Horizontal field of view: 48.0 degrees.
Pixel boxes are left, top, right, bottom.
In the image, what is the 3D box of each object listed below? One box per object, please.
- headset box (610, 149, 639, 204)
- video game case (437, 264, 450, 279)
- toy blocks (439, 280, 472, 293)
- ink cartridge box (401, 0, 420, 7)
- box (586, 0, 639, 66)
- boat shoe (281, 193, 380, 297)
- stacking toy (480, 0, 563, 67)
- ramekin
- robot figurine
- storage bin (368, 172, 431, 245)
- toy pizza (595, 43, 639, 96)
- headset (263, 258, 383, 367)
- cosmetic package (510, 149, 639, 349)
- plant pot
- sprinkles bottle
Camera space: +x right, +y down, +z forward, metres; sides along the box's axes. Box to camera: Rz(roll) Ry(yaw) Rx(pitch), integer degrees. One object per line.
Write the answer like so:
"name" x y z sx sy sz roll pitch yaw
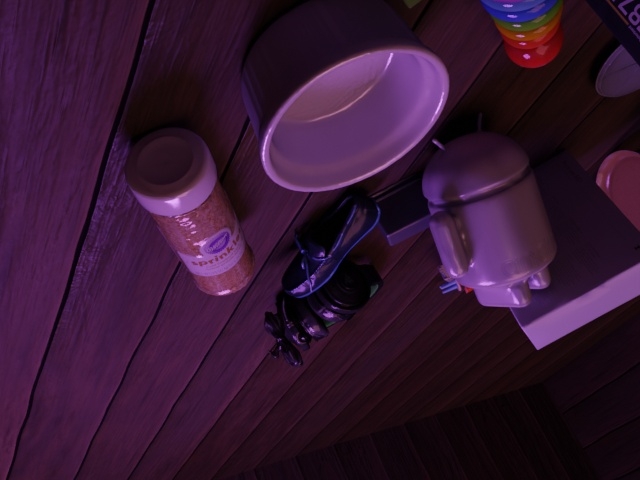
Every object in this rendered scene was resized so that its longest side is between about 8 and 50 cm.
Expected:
"headset box" 0.808 -0.041 1.791 0.110 0.293 0.218 8 139 -48
"video game case" 0.396 0.037 1.784 0.210 0.042 0.232 -30 170 9
"toy blocks" 0.398 0.109 1.916 0.148 0.054 0.123 -27 -165 1
"ink cartridge box" 0.103 -0.385 0.784 0.160 0.092 0.219 -34 153 15
"box" 0.556 -0.341 1.011 0.395 0.318 0.097 -11 149 -29
"boat shoe" 0.000 0.000 1.404 0.089 0.109 0.258 23 110 -48
"stacking toy" 0.282 -0.336 1.004 0.141 0.141 0.330 -31 158 11
"ramekin" 0.025 -0.205 0.993 0.277 0.135 0.277 -20 153 -11
"robot figurine" 0.313 -0.051 1.339 0.200 0.353 0.300 -6 -157 48
"storage bin" 0.164 -0.053 1.436 0.135 0.091 0.098 -26 153 2
"toy pizza" 0.602 -0.350 1.350 0.201 0.032 0.201 -21 152 -12
"headset" 0.008 0.168 1.590 0.243 0.185 0.394 -41 161 26
"cosmetic package" 0.486 0.007 1.505 0.284 0.377 0.097 -33 128 13
"plant pot" 0.742 -0.101 1.689 0.032 0.236 0.236 -17 152 -18
"sprinkles bottle" -0.192 -0.031 1.132 0.121 0.121 0.355 -23 154 -5
